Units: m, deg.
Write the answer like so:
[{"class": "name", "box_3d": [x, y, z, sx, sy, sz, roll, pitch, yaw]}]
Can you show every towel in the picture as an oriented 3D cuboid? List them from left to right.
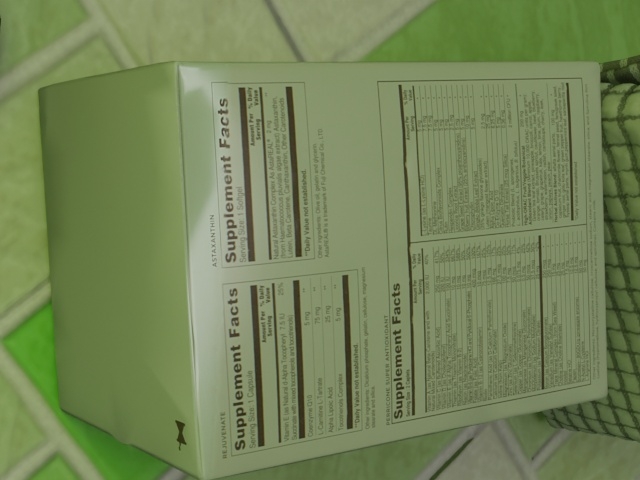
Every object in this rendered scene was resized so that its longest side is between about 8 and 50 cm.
[{"class": "towel", "box_3d": [0.220, 0.004, 0.800, 0.121, 0.235, 0.283, -34, 111, -29]}]

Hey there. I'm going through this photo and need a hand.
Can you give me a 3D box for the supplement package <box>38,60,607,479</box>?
[{"class": "supplement package", "box_3d": [0.000, 0.000, 0.680, 0.263, 0.199, 0.198, -6, 96, -31]}]
